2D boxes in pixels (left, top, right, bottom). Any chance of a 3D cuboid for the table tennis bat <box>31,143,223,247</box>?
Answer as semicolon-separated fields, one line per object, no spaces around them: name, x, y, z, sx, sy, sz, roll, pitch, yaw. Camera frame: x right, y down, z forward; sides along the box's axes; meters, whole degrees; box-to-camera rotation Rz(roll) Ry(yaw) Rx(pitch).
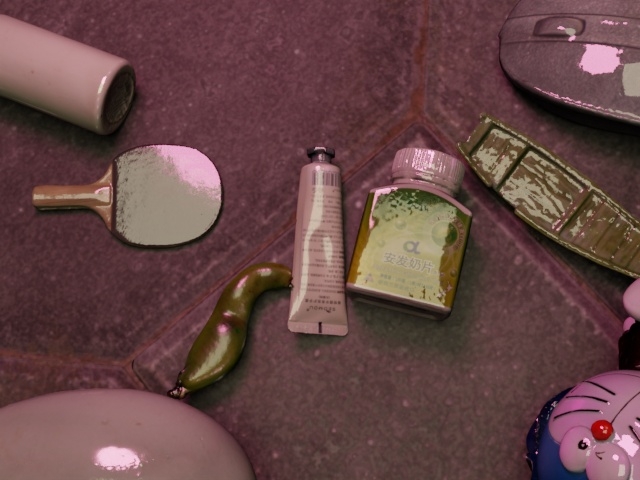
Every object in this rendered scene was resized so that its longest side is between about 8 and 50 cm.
table tennis bat;-0.248;-0.057;1.129;0.246;0.022;0.138;-2;77;2

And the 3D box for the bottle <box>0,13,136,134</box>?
bottle;-0.369;-0.224;1.133;0.245;0.104;0.104;21;79;7

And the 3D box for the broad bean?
broad bean;-0.113;0.110;1.068;0.070;0.048;0.214;36;79;10

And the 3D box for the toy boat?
toy boat;0.296;-0.044;1.075;0.293;0.055;0.093;38;81;11

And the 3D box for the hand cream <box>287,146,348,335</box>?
hand cream;0.000;0.000;1.088;0.080;0.050;0.234;5;78;-20

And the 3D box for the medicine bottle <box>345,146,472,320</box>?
medicine bottle;0.113;-0.010;1.061;0.132;0.088;0.188;13;79;6

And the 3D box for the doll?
doll;0.364;0.218;0.926;0.284;0.240;0.310;15;58;48

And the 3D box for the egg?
egg;-0.249;0.274;0.946;0.370;0.230;0.230;3;77;10

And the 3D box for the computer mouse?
computer mouse;0.407;-0.226;1.079;0.374;0.114;0.203;16;79;8
